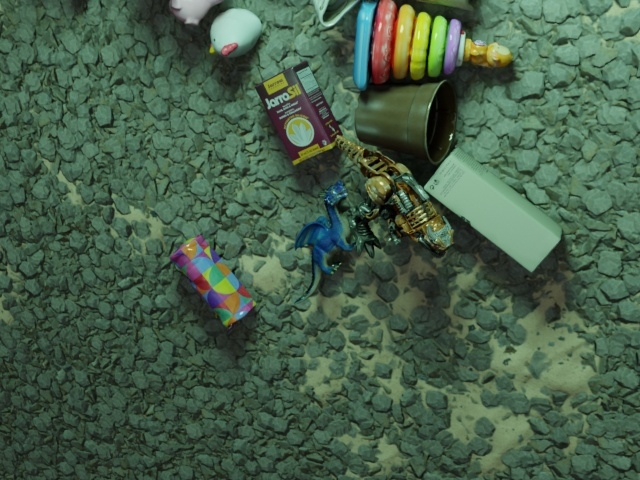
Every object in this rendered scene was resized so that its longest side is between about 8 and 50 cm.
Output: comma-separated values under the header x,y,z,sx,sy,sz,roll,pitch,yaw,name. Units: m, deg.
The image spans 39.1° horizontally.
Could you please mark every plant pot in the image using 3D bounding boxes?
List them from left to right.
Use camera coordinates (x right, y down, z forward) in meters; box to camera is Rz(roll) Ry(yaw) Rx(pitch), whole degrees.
x,y,z,sx,sy,sz,roll,pitch,yaw,name
0.166,-0.243,1.794,0.165,0.167,0.167,11,115,26,plant pot

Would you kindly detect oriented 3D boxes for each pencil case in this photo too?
x,y,z,sx,sy,sz,roll,pitch,yaw,name
-0.255,0.102,2.142,0.104,0.104,0.236,-34,94,30,pencil case

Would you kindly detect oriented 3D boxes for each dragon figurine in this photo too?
x,y,z,sx,sy,sz,roll,pitch,yaw,name
0.000,0.000,1.997,0.144,0.085,0.289,41,116,4,dragon figurine

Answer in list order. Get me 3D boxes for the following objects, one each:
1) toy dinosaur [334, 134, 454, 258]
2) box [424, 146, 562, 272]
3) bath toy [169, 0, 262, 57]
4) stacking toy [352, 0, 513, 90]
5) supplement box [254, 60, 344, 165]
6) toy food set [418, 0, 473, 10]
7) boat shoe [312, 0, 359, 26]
x,y,z,sx,sy,sz,roll,pitch,yaw,name
0.148,-0.091,1.823,0.218,0.164,0.322,105,150,-60,toy dinosaur
0.348,-0.064,1.811,0.275,0.113,0.094,39,112,5,box
-0.259,-0.503,1.815,0.151,0.129,0.348,-21,123,30,bath toy
0.219,-0.371,1.732,0.302,0.175,0.166,8,117,7,stacking toy
-0.043,-0.269,1.907,0.104,0.081,0.188,-22,101,29,supplement box
0.206,-0.596,1.676,0.220,0.092,0.306,19,116,27,toy food set
0.078,-0.502,1.658,0.098,0.096,0.277,15,139,-25,boat shoe
